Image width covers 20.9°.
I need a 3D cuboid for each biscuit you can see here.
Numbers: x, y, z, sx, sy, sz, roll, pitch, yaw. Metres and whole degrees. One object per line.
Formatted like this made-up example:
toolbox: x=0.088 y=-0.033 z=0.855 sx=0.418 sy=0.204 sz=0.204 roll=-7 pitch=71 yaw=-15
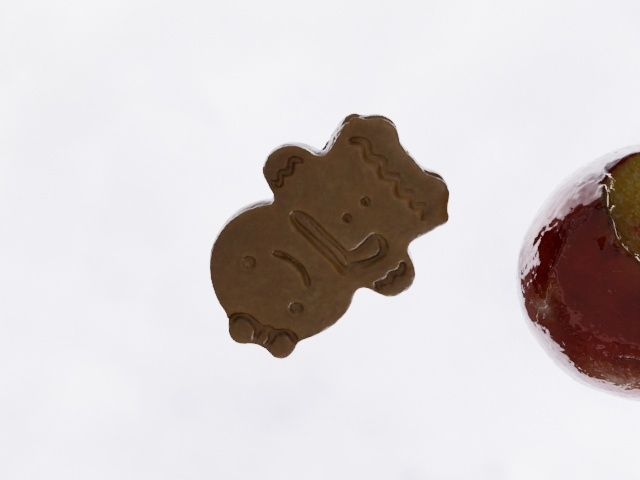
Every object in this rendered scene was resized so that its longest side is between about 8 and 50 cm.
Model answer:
biscuit: x=-0.001 y=-0.005 z=1.181 sx=0.184 sy=0.027 sz=0.133 roll=-29 pitch=-72 yaw=10

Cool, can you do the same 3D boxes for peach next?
peach: x=0.226 y=0.018 z=1.161 sx=0.190 sy=0.192 sz=0.190 roll=-2 pitch=-108 yaw=5
